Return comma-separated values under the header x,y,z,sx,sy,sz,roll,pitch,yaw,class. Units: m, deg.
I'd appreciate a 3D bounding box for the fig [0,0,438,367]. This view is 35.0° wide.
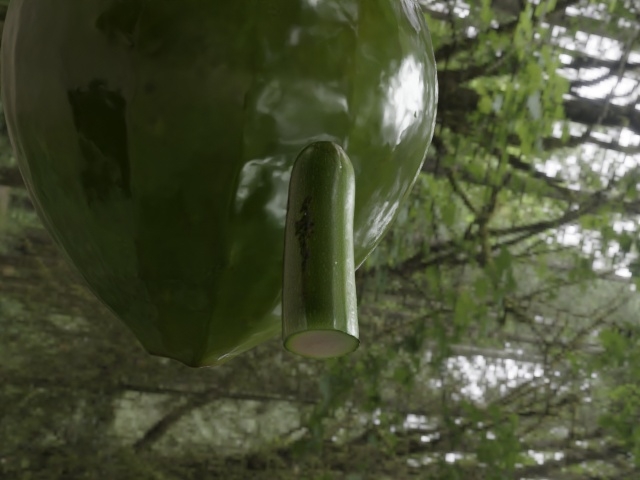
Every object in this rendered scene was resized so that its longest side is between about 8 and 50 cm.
x,y,z,sx,sy,sz,roll,pitch,yaw,class
-0.070,-0.069,0.690,0.316,0.316,0.316,-171,-90,-73,fig

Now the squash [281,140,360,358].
x,y,z,sx,sy,sz,roll,pitch,yaw,class
0.000,0.000,0.368,0.027,0.028,0.083,124,-29,-54,squash
